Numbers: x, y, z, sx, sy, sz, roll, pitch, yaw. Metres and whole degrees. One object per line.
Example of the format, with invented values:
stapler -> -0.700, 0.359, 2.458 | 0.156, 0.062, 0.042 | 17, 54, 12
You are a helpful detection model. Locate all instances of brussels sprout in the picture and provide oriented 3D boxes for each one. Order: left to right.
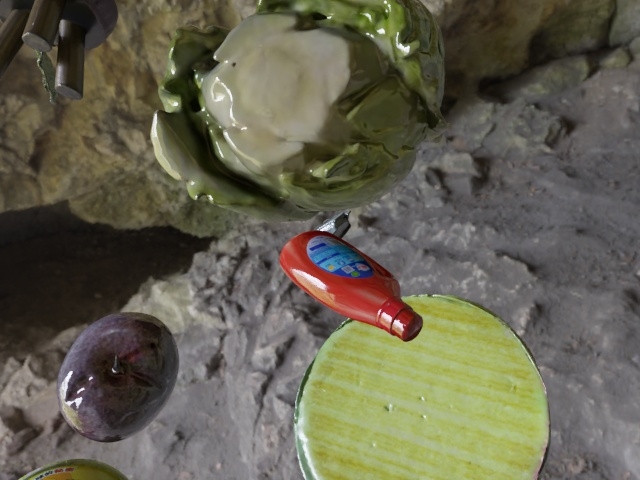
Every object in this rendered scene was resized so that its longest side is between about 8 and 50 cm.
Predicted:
brussels sprout -> -0.014, -0.201, 0.972 | 0.424, 0.343, 0.361 | -10, -8, 12

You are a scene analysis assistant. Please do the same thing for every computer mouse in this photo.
computer mouse -> -0.001, -0.002, 1.708 | 0.231, 0.071, 0.126 | -53, -14, 21

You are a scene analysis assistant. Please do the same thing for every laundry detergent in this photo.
laundry detergent -> 0.039, 0.046, 0.624 | 0.097, 0.049, 0.165 | -14, 36, -40

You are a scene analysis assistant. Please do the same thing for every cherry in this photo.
cherry -> -0.258, 0.175, 0.818 | 0.139, 0.176, 0.176 | 21, 24, -1

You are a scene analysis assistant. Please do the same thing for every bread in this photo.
bread -> 0.110, 0.197, 0.727 | 0.301, 0.045, 0.302 | -8, 61, 15

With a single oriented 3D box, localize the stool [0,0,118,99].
stool -> -0.516, -0.391, 1.116 | 0.271, 0.272, 0.179 | -1, 67, 33

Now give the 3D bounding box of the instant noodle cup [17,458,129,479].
instant noodle cup -> -0.377, 0.486, 0.941 | 0.264, 0.265, 0.200 | -25, 10, -24

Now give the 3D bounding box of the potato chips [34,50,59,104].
potato chips -> -0.527, -0.340, 1.208 | 0.028, 0.092, 0.207 | -7, -12, -14
